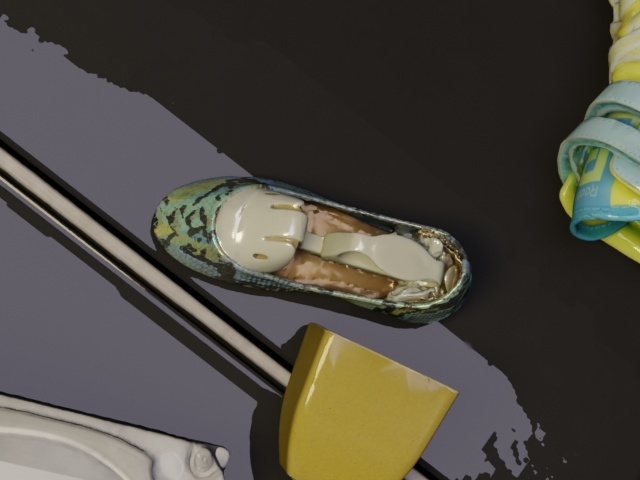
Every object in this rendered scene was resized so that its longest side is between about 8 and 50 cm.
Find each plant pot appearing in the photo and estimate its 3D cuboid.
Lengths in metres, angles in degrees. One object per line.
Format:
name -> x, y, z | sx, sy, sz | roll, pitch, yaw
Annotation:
plant pot -> 0.017, 0.101, 0.879 | 0.081, 0.081, 0.083 | 26, 88, -7

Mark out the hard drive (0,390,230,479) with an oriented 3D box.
hard drive -> -0.179, 0.243, 0.765 | 0.237, 0.064, 0.338 | 21, 75, -37

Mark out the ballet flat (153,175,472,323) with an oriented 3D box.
ballet flat -> 0.000, 0.000, 0.899 | 0.188, 0.070, 0.070 | 11, 78, -10

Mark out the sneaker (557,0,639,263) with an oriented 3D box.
sneaker -> 0.198, -0.118, 0.932 | 0.208, 0.127, 0.319 | -31, 87, -17
